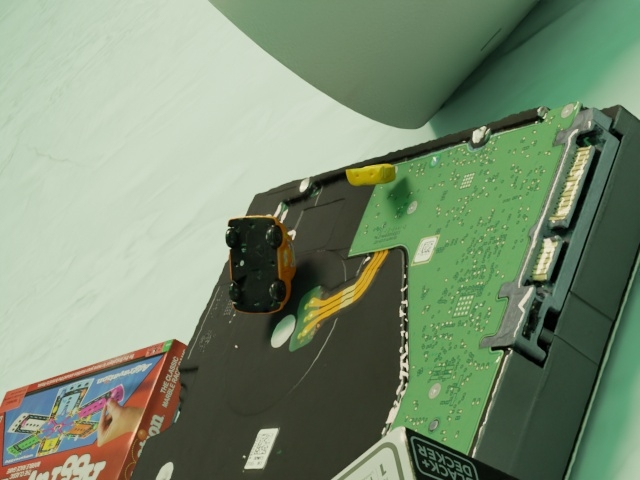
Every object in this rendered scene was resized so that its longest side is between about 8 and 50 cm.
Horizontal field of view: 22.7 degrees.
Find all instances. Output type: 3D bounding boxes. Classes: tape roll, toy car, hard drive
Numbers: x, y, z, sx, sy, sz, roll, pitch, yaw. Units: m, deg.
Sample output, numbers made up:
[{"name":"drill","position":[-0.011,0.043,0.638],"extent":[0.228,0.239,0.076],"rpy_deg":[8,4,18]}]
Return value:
[{"name":"tape roll","position":[0.025,-0.211,0.997],"extent":[0.169,0.246,0.246],"rpy_deg":[-47,27,19]},{"name":"toy car","position":[0.000,0.000,0.914],"extent":[0.122,0.060,0.040],"rpy_deg":[-22,-5,26]},{"name":"hard drive","position":[0.028,0.060,0.887],"extent":[0.339,0.064,0.237],"rpy_deg":[-15,47,56]}]

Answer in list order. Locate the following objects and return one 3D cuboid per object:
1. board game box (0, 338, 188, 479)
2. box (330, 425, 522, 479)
[{"name":"board game box","position":[-0.198,0.164,1.214],"extent":[0.281,0.027,0.145],"rpy_deg":[-20,45,52]},{"name":"box","position":[0.031,0.237,0.596],"extent":[0.169,0.087,0.290],"rpy_deg":[-43,37,27]}]
